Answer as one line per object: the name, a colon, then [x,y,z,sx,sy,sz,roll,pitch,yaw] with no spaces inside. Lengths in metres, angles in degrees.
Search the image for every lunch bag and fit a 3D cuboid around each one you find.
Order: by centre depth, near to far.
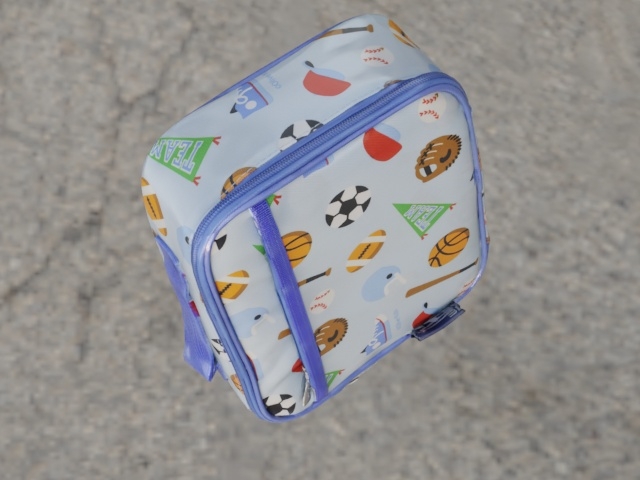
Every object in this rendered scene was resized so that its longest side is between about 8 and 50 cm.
lunch bag: [0.000,0.000,1.113,0.243,0.303,0.115,-35,56,-14]
